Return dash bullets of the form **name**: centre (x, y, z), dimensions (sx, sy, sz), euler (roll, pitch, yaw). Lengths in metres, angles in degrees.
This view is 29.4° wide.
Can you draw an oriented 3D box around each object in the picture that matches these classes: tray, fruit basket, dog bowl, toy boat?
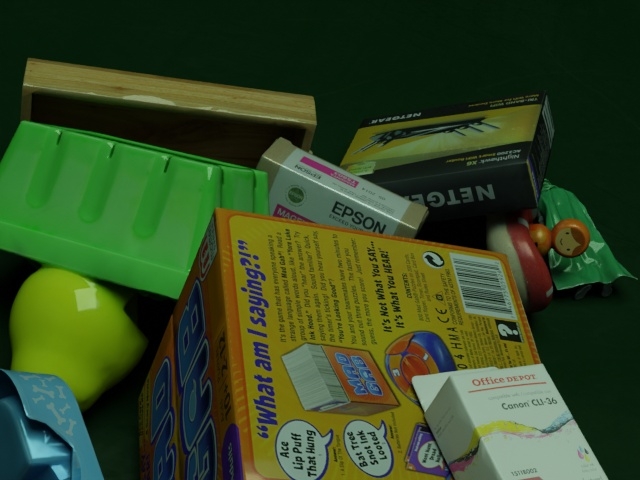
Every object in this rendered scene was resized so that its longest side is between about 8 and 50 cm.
- **tray**: centre (-0.229, -0.141, 1.787), dimensions (0.411, 0.203, 0.076), euler (6, 43, -12)
- **fruit basket**: centre (-0.269, 0.053, 1.569), dimensions (0.392, 0.392, 0.283), euler (35, 12, 18)
- **dog bowl**: centre (-0.303, 0.279, 1.356), dimensions (0.074, 0.166, 0.297), euler (-3, 57, -38)
- **toy boat**: centre (0.330, 0.002, 1.837), dimensions (0.151, 0.151, 0.231), euler (-5, 43, 12)

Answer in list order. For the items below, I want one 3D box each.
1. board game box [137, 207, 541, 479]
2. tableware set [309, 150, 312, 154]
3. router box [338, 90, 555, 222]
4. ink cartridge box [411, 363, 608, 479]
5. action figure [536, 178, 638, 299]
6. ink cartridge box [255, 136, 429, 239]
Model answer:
- **board game box**: centre (0.015, 0.233, 1.341), dimensions (0.356, 0.356, 0.356), euler (9, 44, -19)
- **tableware set**: centre (-0.077, -0.146, 1.974), dimensions (0.104, 0.024, 0.154), euler (-18, 54, -27)
- **router box**: centre (0.188, -0.122, 1.861), dimensions (0.309, 0.081, 0.243), euler (-8, 29, 21)
- **ink cartridge box**: centre (0.178, 0.186, 1.149), dimensions (0.115, 0.067, 0.198), euler (-3, 49, -29)
- **action figure**: centre (0.397, -0.011, 1.953), dimensions (0.137, 0.063, 0.232), euler (-3, 51, -18)
- **ink cartridge box**: centre (0.000, 0.000, 1.661), dimensions (0.234, 0.193, 0.088), euler (26, 25, 5)
